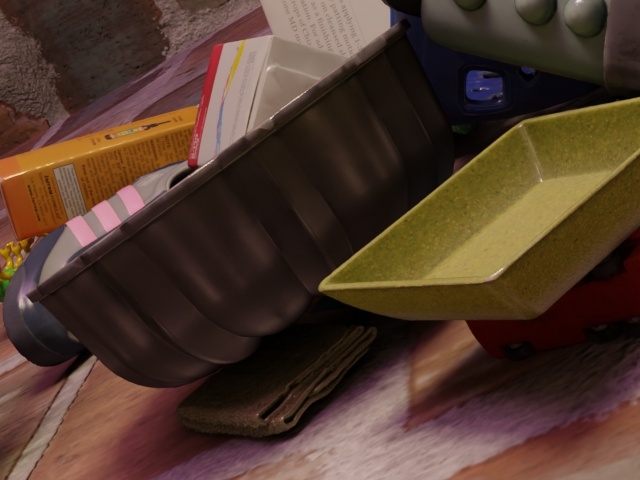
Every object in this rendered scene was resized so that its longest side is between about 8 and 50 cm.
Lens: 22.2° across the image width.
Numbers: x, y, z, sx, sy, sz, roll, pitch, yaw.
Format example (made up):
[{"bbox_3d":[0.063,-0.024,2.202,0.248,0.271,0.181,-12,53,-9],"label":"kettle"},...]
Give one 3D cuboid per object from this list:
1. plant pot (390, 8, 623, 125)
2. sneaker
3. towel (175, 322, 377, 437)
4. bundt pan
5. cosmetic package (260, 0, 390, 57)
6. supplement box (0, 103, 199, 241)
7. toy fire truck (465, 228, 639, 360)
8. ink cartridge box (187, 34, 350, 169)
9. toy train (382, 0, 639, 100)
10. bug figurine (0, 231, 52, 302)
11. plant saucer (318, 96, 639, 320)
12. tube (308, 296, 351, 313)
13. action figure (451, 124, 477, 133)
[{"bbox_3d":[0.172,-0.223,1.299,0.212,0.236,0.236,3,21,8],"label":"plant pot"},{"bbox_3d":[-0.177,0.002,1.569,0.131,0.112,0.319,-24,17,40],"label":"sneaker"},{"bbox_3d":[-0.032,0.096,1.114,0.110,0.027,0.148,-40,17,-28],"label":"towel"},{"bbox_3d":[-0.037,-0.013,1.151,0.331,0.124,0.331,-37,4,3],"label":"bundt pan"},{"bbox_3d":[0.151,-0.306,1.620,0.453,0.230,0.161,-19,1,39],"label":"cosmetic package"},{"bbox_3d":[-0.224,-0.074,1.735,0.233,0.080,0.078,-19,22,-9],"label":"supplement box"},{"bbox_3d":[0.184,0.002,0.932,0.192,0.047,0.135,-18,19,47],"label":"toy fire truck"},{"bbox_3d":[-0.031,-0.113,1.523,0.176,0.128,0.127,-171,95,-70],"label":"ink cartridge box"},{"bbox_3d":[0.191,-0.159,1.040,0.334,0.142,0.190,21,24,37],"label":"toy train"},{"bbox_3d":[-0.251,0.007,1.783,0.216,0.072,0.279,-13,18,36],"label":"bug figurine"},{"bbox_3d":[0.117,-0.011,0.924,0.188,0.045,0.188,-38,14,-24],"label":"plant saucer"},{"bbox_3d":[0.066,0.014,1.152,0.080,0.052,0.207,-34,8,-29],"label":"tube"},{"bbox_3d":[0.105,-0.121,1.488,0.137,0.063,0.232,-30,10,-2],"label":"action figure"}]
